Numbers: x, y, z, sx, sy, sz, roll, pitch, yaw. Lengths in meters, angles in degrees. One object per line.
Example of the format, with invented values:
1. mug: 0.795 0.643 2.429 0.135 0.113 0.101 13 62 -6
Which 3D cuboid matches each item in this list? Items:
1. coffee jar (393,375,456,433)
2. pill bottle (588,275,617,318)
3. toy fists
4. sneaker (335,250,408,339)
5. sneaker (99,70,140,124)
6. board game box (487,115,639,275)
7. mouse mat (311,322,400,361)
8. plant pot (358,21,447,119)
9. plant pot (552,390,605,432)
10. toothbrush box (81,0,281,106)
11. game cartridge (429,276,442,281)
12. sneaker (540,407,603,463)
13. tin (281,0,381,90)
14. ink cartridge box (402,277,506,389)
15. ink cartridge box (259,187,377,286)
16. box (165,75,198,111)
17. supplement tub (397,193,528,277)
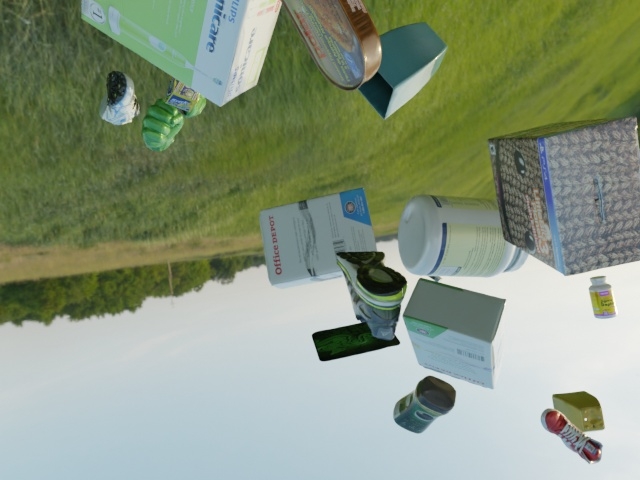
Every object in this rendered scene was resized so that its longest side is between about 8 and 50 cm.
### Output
1. coffee jar: 0.258 0.409 1.186 0.096 0.079 0.184 25 137 -1
2. pill bottle: 0.577 0.116 0.976 0.043 0.083 0.043 -12 179 0
3. toy fists: -0.430 -0.390 1.422 0.279 0.096 0.142 -54 177 -20
4. sneaker: 0.093 0.099 0.979 0.111 0.121 0.300 0 -164 -6
5. sneaker: -0.452 -0.324 1.094 0.086 0.085 0.237 3 178 -30
6. board game box: 0.441 -0.093 0.884 0.141 0.232 0.291 -13 -170 5
7. mouse mat: 0.079 0.232 1.124 0.189 0.007 0.152 -12 -165 -6
8. plant pot: 0.238 -0.510 1.387 0.234 0.165 0.166 -35 168 -11
9. plant pot: 0.573 0.381 1.042 0.081 0.081 0.083 -5 173 -4
10. toothbrush box: -0.218 -0.384 0.745 0.122 0.283 0.206 -51 173 -46
11. game cartridge: 0.350 0.106 1.527 0.083 0.017 0.056 36 -164 23
12. sneaker: 0.435 0.337 0.816 0.042 0.118 0.067 -50 -163 -6
13. tin: 0.005 -0.268 0.556 0.040 0.190 0.106 -40 -160 -23
14. ink cartridge box: 0.250 0.174 0.870 0.154 0.093 0.212 13 148 29
15. ink cartridge box: 0.000 0.000 1.367 0.307 0.223 0.129 -12 166 7
16. box: -0.300 -0.379 1.064 0.059 0.169 0.054 15 156 -34
17. supplement tub: 0.416 -0.010 1.396 0.324 0.235 0.235 3 176 -13
